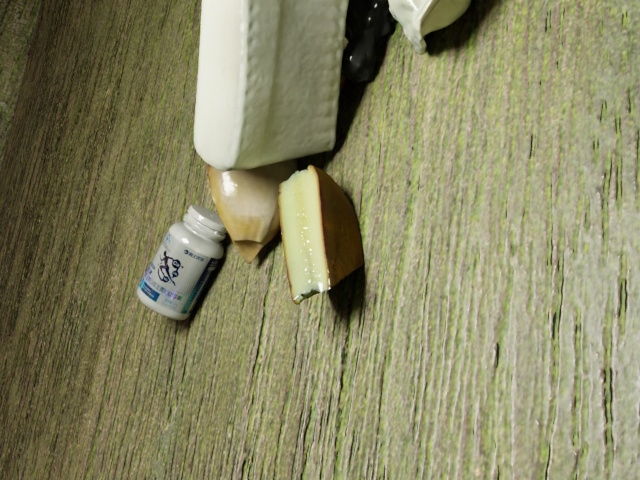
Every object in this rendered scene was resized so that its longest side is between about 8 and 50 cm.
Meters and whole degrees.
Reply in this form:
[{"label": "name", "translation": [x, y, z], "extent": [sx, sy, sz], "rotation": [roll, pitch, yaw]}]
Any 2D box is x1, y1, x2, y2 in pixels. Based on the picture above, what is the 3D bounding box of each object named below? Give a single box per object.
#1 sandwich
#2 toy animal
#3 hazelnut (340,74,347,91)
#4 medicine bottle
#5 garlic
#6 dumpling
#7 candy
[{"label": "sandwich", "translation": [0.000, 0.000, 1.619], "extent": [0.094, 0.096, 0.258], "rotation": [-36, 42, 30]}, {"label": "toy animal", "translation": [0.100, -0.427, 1.728], "extent": [0.168, 0.106, 0.343], "rotation": [47, 117, 47]}, {"label": "hazelnut", "translation": [0.011, -0.275, 1.794], "extent": [0.086, 0.086, 0.086], "rotation": [-33, 45, 42]}, {"label": "medicine bottle", "translation": [-0.240, 0.038, 1.933], "extent": [0.192, 0.107, 0.107], "rotation": [-60, 33, 11]}, {"label": "garlic", "translation": [-0.150, -0.122, 1.881], "extent": [0.196, 0.151, 0.338], "rotation": [-68, 28, 24]}, {"label": "dumpling", "translation": [0.154, -0.343, 1.571], "extent": [0.229, 0.124, 0.151], "rotation": [109, 172, -76]}, {"label": "candy", "translation": [-0.080, -0.297, 1.670], "extent": [0.145, 0.208, 0.359], "rotation": [28, 121, 46]}]
